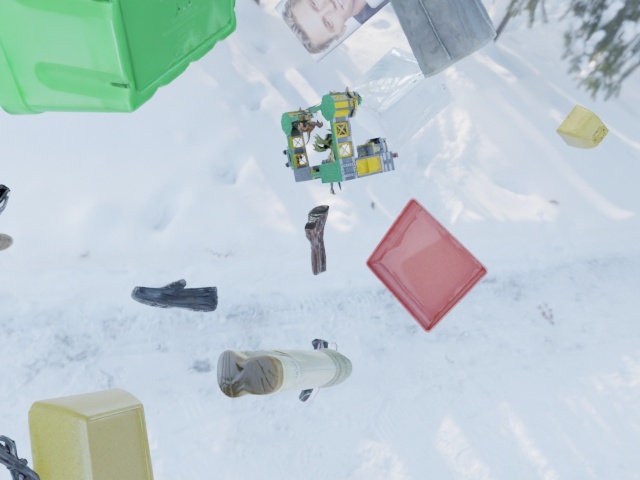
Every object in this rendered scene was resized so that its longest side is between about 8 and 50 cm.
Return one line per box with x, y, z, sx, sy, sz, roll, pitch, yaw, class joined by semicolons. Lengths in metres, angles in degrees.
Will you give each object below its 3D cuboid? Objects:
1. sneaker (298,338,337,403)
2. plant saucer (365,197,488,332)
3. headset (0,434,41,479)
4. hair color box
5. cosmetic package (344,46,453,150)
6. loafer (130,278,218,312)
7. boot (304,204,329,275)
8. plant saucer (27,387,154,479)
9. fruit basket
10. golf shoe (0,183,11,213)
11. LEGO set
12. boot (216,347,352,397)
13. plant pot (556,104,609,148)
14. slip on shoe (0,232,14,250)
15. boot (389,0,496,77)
-0.024;0.344;1.242;0.077;0.072;0.178;24;85;-3;sneaker
0.267;0.063;1.179;0.047;0.258;0.259;-17;57;-44;plant saucer
-0.607;0.462;0.642;0.243;0.185;0.394;12;35;45;headset
0.066;-0.593;1.075;0.174;0.347;0.105;48;52;-18;hair color box
0.220;-0.422;1.357;0.138;0.224;0.224;44;4;-44;cosmetic package
-0.367;0.136;1.174;0.223;0.076;0.078;13;70;-35;loafer
0.000;0.000;0.904;0.037;0.114;0.106;4;36;23;boot
-0.440;0.476;0.950;0.081;0.333;0.333;-15;76;3;plant saucer
-0.339;-0.342;0.621;0.392;0.283;0.392;5;47;-5;fruit basket
-0.598;-0.060;0.744;0.077;0.094;0.198;48;13;-5;golf shoe
0.054;-0.260;1.195;0.192;0.331;0.255;-16;93;-29;LEGO set
-0.068;0.221;0.784;0.165;0.213;0.077;7;75;-39;boot
0.665;-0.277;1.150;0.081;0.081;0.083;26;15;-35;plant pot
-0.865;0.002;1.171;0.135;0.041;0.051;5;82;-21;slip on shoe
0.097;-0.305;0.584;0.208;0.189;0.076;51;38;-33;boot
